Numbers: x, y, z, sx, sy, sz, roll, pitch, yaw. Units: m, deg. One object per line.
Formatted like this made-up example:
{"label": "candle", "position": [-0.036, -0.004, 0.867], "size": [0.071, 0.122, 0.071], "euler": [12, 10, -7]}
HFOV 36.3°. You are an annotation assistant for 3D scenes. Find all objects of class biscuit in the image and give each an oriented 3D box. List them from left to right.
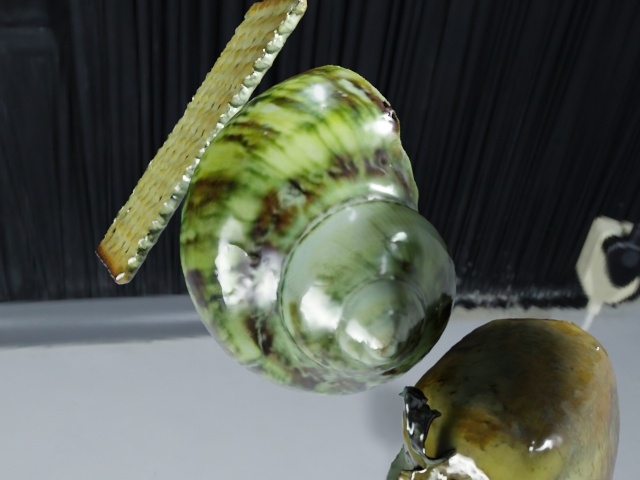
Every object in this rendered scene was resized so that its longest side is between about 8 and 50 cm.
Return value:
{"label": "biscuit", "position": [-0.091, -0.077, 0.704], "size": [0.016, 0.231, 0.139], "euler": [34, -3, -21]}

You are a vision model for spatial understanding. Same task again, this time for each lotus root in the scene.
{"label": "lotus root", "position": [0.114, 0.117, 0.576], "size": [0.123, 0.124, 0.241], "euler": [28, 22, 17]}

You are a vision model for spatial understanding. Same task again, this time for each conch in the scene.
{"label": "conch", "position": [-0.001, 0.001, 0.567], "size": [0.181, 0.187, 0.124], "euler": [23, 23, 33]}
